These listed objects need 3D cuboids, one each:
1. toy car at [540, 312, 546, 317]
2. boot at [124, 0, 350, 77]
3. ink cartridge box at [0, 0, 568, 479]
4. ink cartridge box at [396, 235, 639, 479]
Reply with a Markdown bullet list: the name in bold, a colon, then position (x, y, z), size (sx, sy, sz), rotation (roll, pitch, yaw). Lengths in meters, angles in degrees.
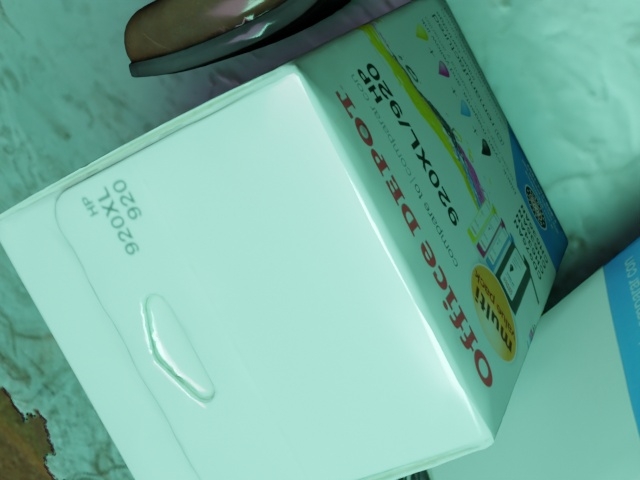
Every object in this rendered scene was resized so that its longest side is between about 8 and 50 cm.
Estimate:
- **toy car**: position (0.158, 0.087, 0.588), size (0.122, 0.040, 0.060), rotation (17, 114, 14)
- **boot**: position (-0.050, -0.249, 0.514), size (0.264, 0.096, 0.280), rotation (-27, 97, 27)
- **ink cartridge box**: position (0.000, 0.000, 0.507), size (0.168, 0.233, 0.171), rotation (-24, 99, 27)
- **ink cartridge box**: position (0.169, 0.195, 0.513), size (0.285, 0.166, 0.395), rotation (37, 119, -16)
